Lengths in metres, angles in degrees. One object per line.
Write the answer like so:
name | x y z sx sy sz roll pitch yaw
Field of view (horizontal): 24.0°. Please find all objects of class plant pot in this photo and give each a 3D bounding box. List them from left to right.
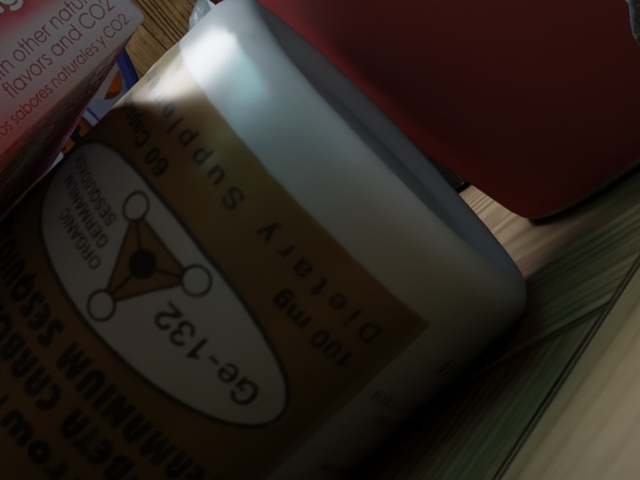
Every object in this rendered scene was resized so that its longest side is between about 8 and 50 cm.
plant pot | 0.060 -0.159 0.538 0.275 0.243 0.275 -44 5 4

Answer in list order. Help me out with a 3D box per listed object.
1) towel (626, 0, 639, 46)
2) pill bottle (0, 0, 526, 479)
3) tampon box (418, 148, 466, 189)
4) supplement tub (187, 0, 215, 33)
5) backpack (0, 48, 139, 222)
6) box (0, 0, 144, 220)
towel | 0.124 -0.191 0.283 0.121 0.284 0.235 10 50 35
pill bottle | -0.060 0.048 0.468 0.229 0.131 0.131 -44 5 10
tampon box | 0.066 -0.101 0.828 0.161 0.101 0.120 -48 5 -23
supplement tub | 0.040 -0.172 1.096 0.316 0.193 0.193 -43 5 14
backpack | -0.174 0.006 0.614 0.276 0.263 0.213 -16 4 -20
box | -0.207 0.010 0.391 0.300 0.142 0.154 -48 6 -24
